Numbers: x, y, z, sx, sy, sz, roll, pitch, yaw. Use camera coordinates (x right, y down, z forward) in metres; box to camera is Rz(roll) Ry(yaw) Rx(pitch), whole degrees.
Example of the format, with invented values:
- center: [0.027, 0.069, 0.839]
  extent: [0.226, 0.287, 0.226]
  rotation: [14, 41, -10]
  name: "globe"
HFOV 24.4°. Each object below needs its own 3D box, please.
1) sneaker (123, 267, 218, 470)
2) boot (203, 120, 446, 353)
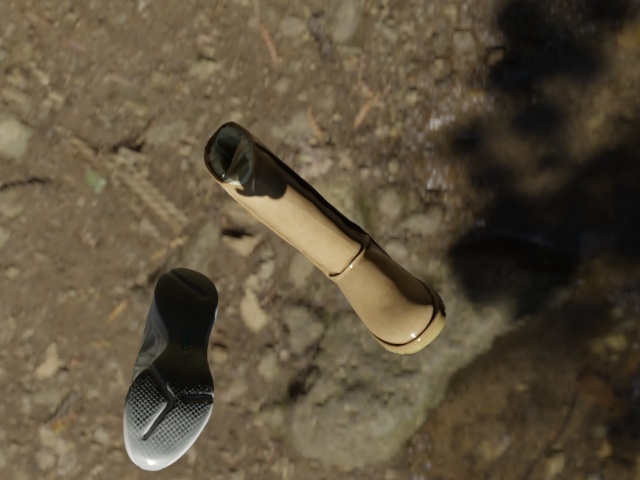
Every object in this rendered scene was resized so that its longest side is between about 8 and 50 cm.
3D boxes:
- center: [-0.096, 0.090, 0.950]
  extent: [0.053, 0.152, 0.061]
  rotation: [16, 134, -8]
  name: "sneaker"
- center: [0.000, 0.000, 1.681]
  extent: [0.089, 0.236, 0.269]
  rotation: [-49, 125, 0]
  name: "boot"
